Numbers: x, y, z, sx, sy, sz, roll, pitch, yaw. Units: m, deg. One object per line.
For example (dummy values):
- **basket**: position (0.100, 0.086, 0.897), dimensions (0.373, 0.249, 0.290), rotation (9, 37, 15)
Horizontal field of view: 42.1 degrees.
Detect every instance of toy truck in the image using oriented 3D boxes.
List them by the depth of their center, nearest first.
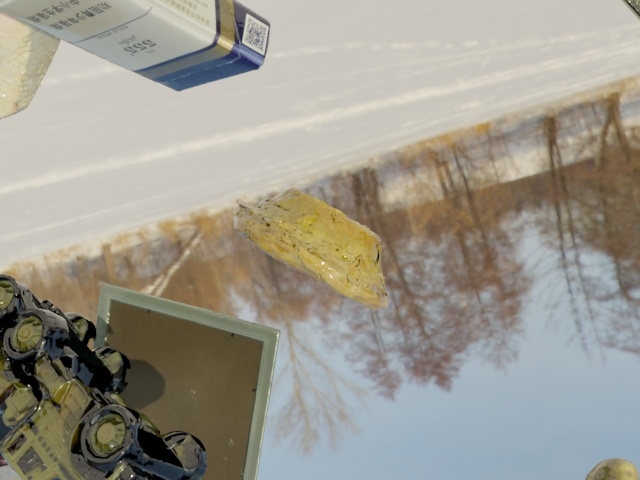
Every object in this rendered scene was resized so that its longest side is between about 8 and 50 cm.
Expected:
- **toy truck**: position (-0.219, 0.145, 0.706), dimensions (0.127, 0.257, 0.127), rotation (-50, 147, -9)

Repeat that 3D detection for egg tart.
- **egg tart**: position (-0.003, -0.002, 1.498), dimensions (0.341, 0.129, 0.341), rotation (29, -178, -1)

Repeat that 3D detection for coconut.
- **coconut**: position (-0.683, -0.446, 1.583), dimensions (0.405, 0.404, 0.404), rotation (-16, -177, 1)

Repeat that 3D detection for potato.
- **potato**: position (0.376, 0.336, 1.087), dimensions (0.070, 0.138, 0.091), rotation (19, -130, 30)

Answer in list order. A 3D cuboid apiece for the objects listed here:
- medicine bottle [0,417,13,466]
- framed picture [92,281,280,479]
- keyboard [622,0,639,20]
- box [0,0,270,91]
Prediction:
- **medicine bottle**: position (-0.609, 0.188, 1.416), dimensions (0.243, 0.242, 0.395), rotation (-19, -138, -39)
- **framed picture**: position (-0.149, 0.193, 0.829), dimensions (0.217, 0.274, 0.017), rotation (14, -172, 24)
- **keyboard**: position (0.428, -0.340, 1.127), dimensions (0.049, 0.129, 0.015), rotation (-45, -174, -1)
- **box**: position (-0.201, -0.251, 0.921), dimensions (0.168, 0.071, 0.259), rotation (-5, 165, 41)
